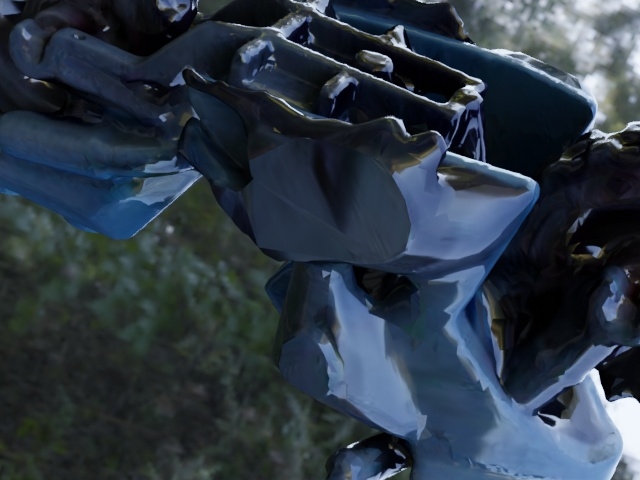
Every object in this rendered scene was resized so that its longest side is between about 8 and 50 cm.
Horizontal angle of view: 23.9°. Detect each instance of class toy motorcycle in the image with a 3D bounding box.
[{"bbox_3d":[0.000,0.000,0.706,0.172,0.416,0.232,-50,160,-55],"label":"toy motorcycle"}]
